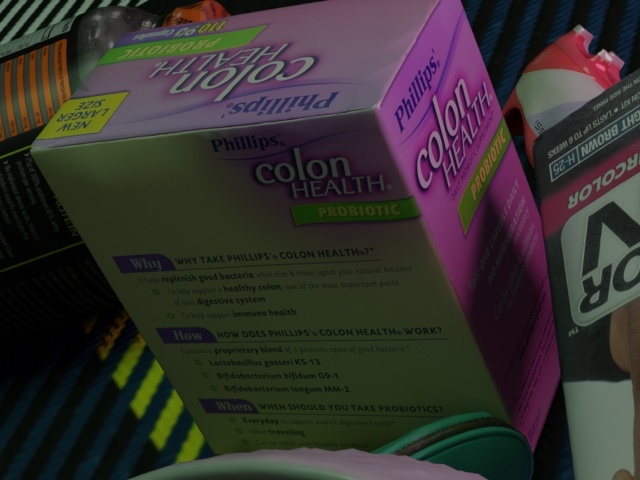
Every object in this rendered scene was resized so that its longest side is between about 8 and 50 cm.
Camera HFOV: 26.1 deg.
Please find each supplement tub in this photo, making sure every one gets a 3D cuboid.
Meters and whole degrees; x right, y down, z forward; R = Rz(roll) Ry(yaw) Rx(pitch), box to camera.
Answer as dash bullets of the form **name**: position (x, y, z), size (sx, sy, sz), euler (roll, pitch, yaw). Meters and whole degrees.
- **supplement tub**: position (-0.204, -0.040, 1.001), size (0.338, 0.207, 0.207), euler (-18, 34, 11)

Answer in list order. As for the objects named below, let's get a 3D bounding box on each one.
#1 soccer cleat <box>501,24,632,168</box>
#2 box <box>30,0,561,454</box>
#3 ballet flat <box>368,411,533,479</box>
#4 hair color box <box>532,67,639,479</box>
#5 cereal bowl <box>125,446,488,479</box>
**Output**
- **soccer cleat**: position (0.185, -0.047, 0.883), size (0.095, 0.083, 0.248), euler (-48, 32, 21)
- **box**: position (0.000, 0.000, 0.774), size (0.213, 0.243, 0.117), euler (-4, 39, 32)
- **ballet flat**: position (0.001, 0.167, 0.694), size (0.247, 0.083, 0.087), euler (-41, 22, -25)
- **hair color box**: position (0.197, 0.064, 0.561), size (0.174, 0.105, 0.347), euler (-34, 40, 33)
- **cereal bowl**: position (0.024, 0.232, 0.436), size (0.339, 0.141, 0.339), euler (-4, 83, 35)
